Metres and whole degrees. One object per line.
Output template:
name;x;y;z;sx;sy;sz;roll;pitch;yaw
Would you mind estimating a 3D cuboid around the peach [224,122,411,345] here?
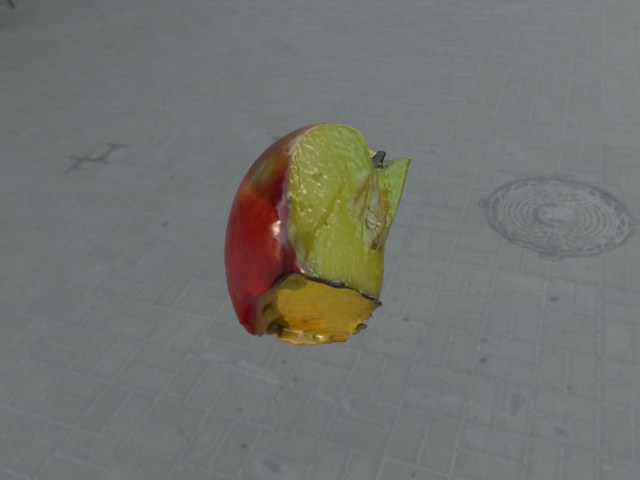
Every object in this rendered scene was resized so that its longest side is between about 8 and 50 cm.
peach;-0.003;-0.003;0.412;0.118;0.151;0.151;-5;29;40
